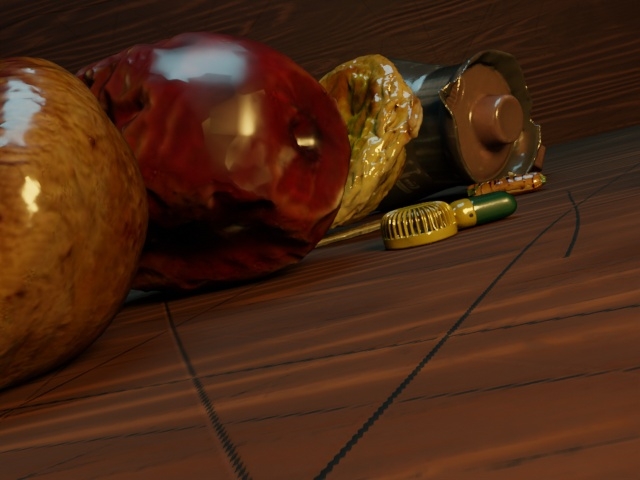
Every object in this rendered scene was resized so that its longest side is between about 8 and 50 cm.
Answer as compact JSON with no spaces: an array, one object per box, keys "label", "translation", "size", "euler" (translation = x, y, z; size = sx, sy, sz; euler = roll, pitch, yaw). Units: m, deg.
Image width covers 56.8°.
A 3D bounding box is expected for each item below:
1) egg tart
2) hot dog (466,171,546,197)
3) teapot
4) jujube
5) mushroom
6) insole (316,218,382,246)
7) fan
[{"label":"egg tart","translation":[0.026,-0.126,0.929],"size":[0.341,0.341,0.129],"euler":[-9,-36,46]},{"label":"hot dog","translation":[0.282,-0.085,0.902],"size":[0.122,0.037,0.049],"euler":[-9,4,32]},{"label":"teapot","translation":[0.224,-0.193,1.112],"size":[0.376,0.305,0.362],"euler":[16,-5,-37]},{"label":"jujube","translation":[-0.158,-0.076,0.659],"size":[0.377,0.276,0.276],"euler":[-2,12,38]},{"label":"mushroom","translation":[-0.256,-0.014,0.452],"size":[0.283,0.263,0.195],"euler":[11,-8,24]},{"label":"insole","translation":[0.000,0.000,0.881],"size":[0.248,0.011,0.081],"euler":[-17,7,-28]},{"label":"fan","translation":[0.141,-0.028,0.655],"size":[0.155,0.039,0.082],"euler":[-14,5,-8]}]
